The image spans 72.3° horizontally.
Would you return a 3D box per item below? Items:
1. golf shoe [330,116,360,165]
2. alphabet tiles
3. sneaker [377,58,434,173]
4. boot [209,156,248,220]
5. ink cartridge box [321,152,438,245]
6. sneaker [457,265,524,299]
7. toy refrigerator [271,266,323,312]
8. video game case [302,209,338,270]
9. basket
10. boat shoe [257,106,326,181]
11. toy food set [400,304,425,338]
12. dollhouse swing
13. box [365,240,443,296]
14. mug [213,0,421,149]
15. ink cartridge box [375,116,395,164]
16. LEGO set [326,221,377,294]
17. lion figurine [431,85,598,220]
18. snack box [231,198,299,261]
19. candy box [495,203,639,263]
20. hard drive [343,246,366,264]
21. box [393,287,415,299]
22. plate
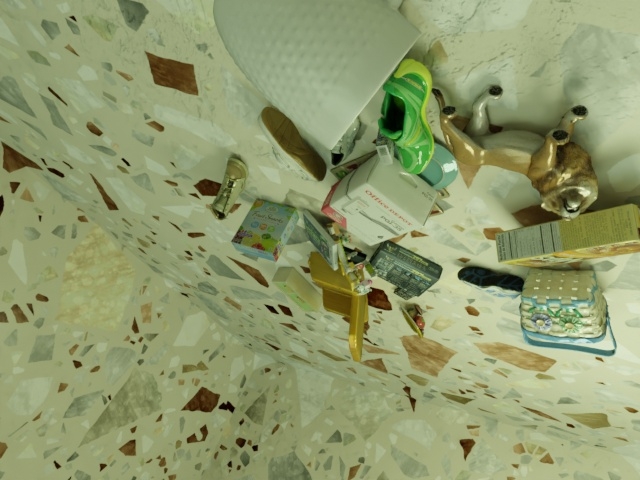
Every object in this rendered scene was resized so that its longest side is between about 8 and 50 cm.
[{"bbox_3d":[0.059,-0.269,1.155,0.069,0.086,0.176,20,149,14],"label":"golf shoe"},{"bbox_3d":[0.197,-0.148,1.318,0.285,0.011,0.342,42,147,-26],"label":"alphabet tiles"},{"bbox_3d":[0.184,-0.262,0.998,0.109,0.123,0.295,41,163,36],"label":"sneaker"},{"bbox_3d":[-0.323,-0.175,1.528,0.077,0.165,0.213,25,153,0],"label":"boot"},{"bbox_3d":[0.158,-0.109,1.253,0.207,0.117,0.283,35,157,-14],"label":"ink cartridge box"},{"bbox_3d":[0.555,0.147,1.442,0.211,0.080,0.081,17,147,19],"label":"sneaker"},{"bbox_3d":[-0.108,0.244,2.118,0.102,0.094,0.269,-3,140,42],"label":"toy refrigerator"},{"bbox_3d":[0.000,0.000,1.608,0.190,0.022,0.173,50,162,29],"label":"video game case"},{"bbox_3d":[0.722,0.229,1.315,0.255,0.201,0.289,-3,130,40],"label":"basket"},{"bbox_3d":[-0.099,-0.264,1.275,0.096,0.098,0.277,-5,140,42],"label":"boat shoe"},{"bbox_3d":[0.410,0.333,1.855,0.128,0.071,0.218,54,177,30],"label":"toy food set"},{"bbox_3d":[0.058,0.286,1.809,0.315,0.305,0.347,16,156,17],"label":"dollhouse swing"},{"bbox_3d":[0.300,0.105,1.598,0.233,0.059,0.183,26,151,1],"label":"box"},{"bbox_3d":[0.004,-0.416,0.816,0.328,0.276,0.374,38,120,-6],"label":"mug"},{"bbox_3d":[0.163,-0.248,1.080,0.029,0.115,0.063,-5,141,23],"label":"ink cartridge box"},{"bbox_3d":[0.120,0.059,1.571,0.132,0.107,0.287,92,156,-67],"label":"LEGO set"},{"bbox_3d":[0.419,-0.197,0.965,0.392,0.142,0.240,30,162,24],"label":"lion figurine"},{"bbox_3d":[-0.200,-0.041,1.607,0.174,0.207,0.070,14,149,19],"label":"snack box"},{"bbox_3d":[0.619,-0.001,1.065,0.183,0.087,0.316,8,164,-36],"label":"candy box"},{"bbox_3d":[0.128,0.080,1.734,0.094,0.022,0.135,21,151,9],"label":"hard drive"},{"bbox_3d":[0.345,0.211,1.778,0.067,0.018,0.083,30,151,-7],"label":"box"},{"bbox_3d":[0.265,-0.191,1.156,0.188,0.024,0.188,20,152,11],"label":"plate"}]
